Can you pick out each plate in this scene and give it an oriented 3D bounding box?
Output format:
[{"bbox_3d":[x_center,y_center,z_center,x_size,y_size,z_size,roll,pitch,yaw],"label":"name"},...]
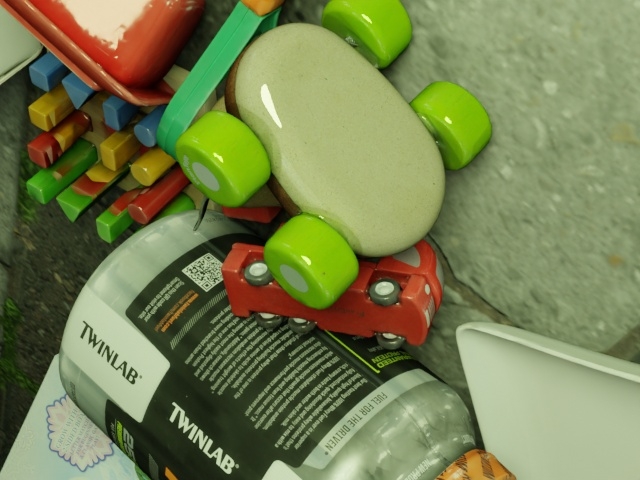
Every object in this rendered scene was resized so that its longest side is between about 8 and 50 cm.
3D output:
[{"bbox_3d":[0.240,0.175,0.789,0.277,0.045,0.278,15,139,37],"label":"plate"}]

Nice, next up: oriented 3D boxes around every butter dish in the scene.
[{"bbox_3d":[-0.129,-0.171,0.726,0.160,0.118,0.160,42,-173,-2],"label":"butter dish"}]

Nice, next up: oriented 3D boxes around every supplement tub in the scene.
[{"bbox_3d":[-0.026,0.133,0.842,0.316,0.193,0.193,37,148,27],"label":"supplement tub"}]

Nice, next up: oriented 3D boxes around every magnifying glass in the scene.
[{"bbox_3d":[-0.044,-0.130,0.716,0.026,0.092,0.231,41,137,8],"label":"magnifying glass"}]

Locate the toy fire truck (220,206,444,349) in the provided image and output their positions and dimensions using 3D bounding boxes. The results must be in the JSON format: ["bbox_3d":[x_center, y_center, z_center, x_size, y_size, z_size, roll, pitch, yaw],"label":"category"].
[{"bbox_3d":[0.000,0.000,0.786,0.192,0.135,0.047,7,134,22],"label":"toy fire truck"}]

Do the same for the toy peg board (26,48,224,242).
[{"bbox_3d":[-0.164,-0.072,0.898,0.161,0.079,0.160,28,144,21],"label":"toy peg board"}]

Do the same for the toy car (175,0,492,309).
[{"bbox_3d":[-0.018,-0.048,0.720,0.149,0.155,0.188,50,156,-11],"label":"toy car"}]

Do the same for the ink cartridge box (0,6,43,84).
[{"bbox_3d":[-0.386,-0.243,0.889,0.306,0.131,0.226,19,141,29],"label":"ink cartridge box"}]

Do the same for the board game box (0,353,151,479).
[{"bbox_3d":[-0.155,0.304,1.006,0.318,0.066,0.318,32,109,13],"label":"board game box"}]
